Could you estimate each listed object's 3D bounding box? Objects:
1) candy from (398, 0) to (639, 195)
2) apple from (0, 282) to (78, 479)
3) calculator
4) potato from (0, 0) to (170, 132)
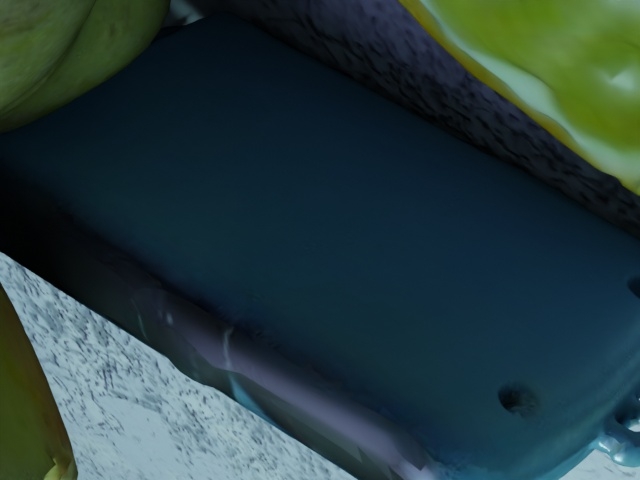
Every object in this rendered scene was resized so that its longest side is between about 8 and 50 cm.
[{"bbox_3d":[0.093,-0.105,0.429,0.260,0.118,0.260,35,156,18],"label":"candy"},{"bbox_3d":[-0.255,0.055,0.720,0.314,0.252,0.309,30,174,1],"label":"apple"},{"bbox_3d":[0.000,0.000,0.674,0.293,0.173,0.051,31,128,23],"label":"calculator"},{"bbox_3d":[-0.156,-0.186,0.563,0.202,0.218,0.351,-18,121,16],"label":"potato"}]
